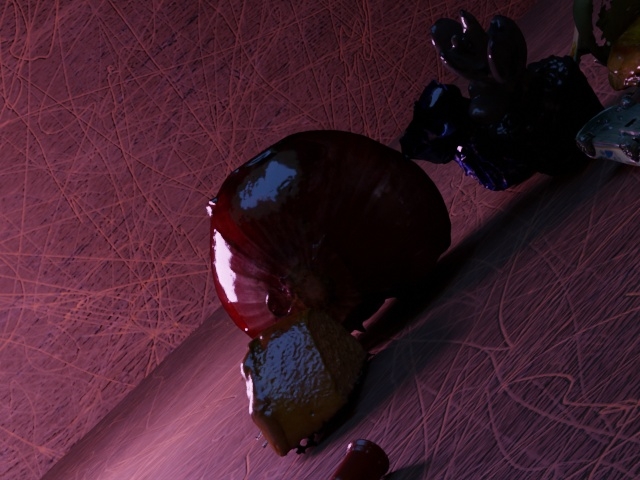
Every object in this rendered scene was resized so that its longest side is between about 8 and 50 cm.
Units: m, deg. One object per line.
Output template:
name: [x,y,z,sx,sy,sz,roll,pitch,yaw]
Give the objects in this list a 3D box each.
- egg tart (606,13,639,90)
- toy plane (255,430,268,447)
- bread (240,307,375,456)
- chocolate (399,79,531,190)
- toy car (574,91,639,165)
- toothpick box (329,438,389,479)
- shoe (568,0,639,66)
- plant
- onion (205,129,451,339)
egg tart: [0.480,-0.267,2.006,0.295,0.116,0.295,-42,8,8]
toy plane: [-0.058,0.237,2.192,0.083,0.033,0.080,-36,20,42]
bread: [-0.028,0.162,2.067,0.129,0.134,0.260,-39,7,15]
chocolate: [0.194,-0.161,2.301,0.148,0.126,0.343,-54,-27,11]
toy car: [0.371,-0.125,1.938,0.093,0.058,0.186,-42,18,-11]
toothpick box: [0.030,0.236,1.599,0.047,0.047,0.083,-36,10,43]
shoe: [0.397,-0.284,2.196,0.128,0.262,0.140,11,86,39]
plant: [0.250,-0.198,2.159,0.146,0.274,0.149,4,65,46]
onion: [-0.004,0.005,2.280,0.341,0.341,0.341,-41,6,5]
